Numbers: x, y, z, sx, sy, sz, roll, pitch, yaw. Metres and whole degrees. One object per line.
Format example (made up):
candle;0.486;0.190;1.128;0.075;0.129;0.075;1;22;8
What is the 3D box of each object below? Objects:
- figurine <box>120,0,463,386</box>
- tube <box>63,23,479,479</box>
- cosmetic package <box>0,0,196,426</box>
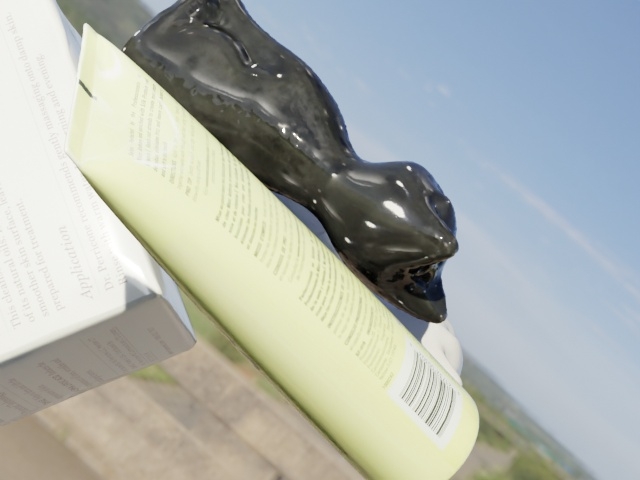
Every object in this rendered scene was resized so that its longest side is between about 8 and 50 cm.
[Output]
figurine;0.000;0.000;0.760;0.209;0.092;0.215;39;-20;29
tube;-0.022;0.017;0.584;0.070;0.062;0.240;13;-29;53
cosmetic package;-0.292;0.028;0.844;0.156;0.385;0.217;74;-5;-74
